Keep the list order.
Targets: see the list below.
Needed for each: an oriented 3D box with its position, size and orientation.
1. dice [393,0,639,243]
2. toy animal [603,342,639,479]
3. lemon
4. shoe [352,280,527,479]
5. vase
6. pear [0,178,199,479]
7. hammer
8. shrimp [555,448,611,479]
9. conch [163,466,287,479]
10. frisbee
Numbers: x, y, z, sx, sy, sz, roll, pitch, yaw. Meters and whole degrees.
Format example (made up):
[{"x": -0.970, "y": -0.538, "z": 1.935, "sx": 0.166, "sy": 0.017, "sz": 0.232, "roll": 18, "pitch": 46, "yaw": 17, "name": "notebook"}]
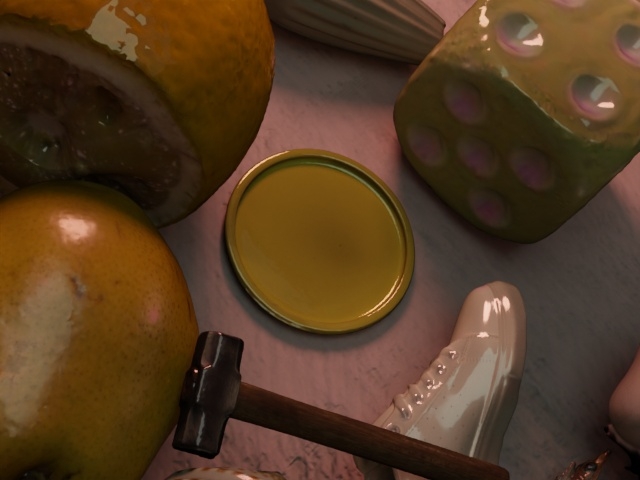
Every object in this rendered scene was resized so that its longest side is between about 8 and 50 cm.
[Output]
[{"x": 0.256, "y": -0.167, "z": 1.534, "sx": 0.250, "sy": 0.254, "sz": 0.252, "roll": 45, "pitch": 59, "yaw": 4, "name": "dice"}, {"x": 0.452, "y": 0.223, "z": 1.437, "sx": 0.250, "sy": 0.251, "sz": 0.310, "roll": 5, "pitch": 72, "yaw": -17, "name": "toy animal"}, {"x": -0.207, "y": -0.210, "z": 1.351, "sx": 0.364, "sy": 0.364, "sz": 0.364, "roll": 8, "pitch": 64, "yaw": -16, "name": "lemon"}, {"x": 0.113, "y": 0.200, "z": 1.391, "sx": 0.160, "sy": 0.132, "sz": 0.363, "roll": 18, "pitch": 69, "yaw": -12, "name": "shoe"}, {"x": 0.039, "y": -0.294, "z": 1.598, "sx": 0.248, "sy": 0.128, "sz": 0.128, "roll": 23, "pitch": 61, "yaw": -17, "name": "vase"}, {"x": -0.240, "y": 0.105, "z": 1.214, "sx": 0.284, "sy": 0.285, "sz": 0.336, "roll": -14, "pitch": 54, "yaw": -24, "name": "pear"}, {"x": 0.033, "y": 0.193, "z": 1.248, "sx": 0.365, "sy": 0.043, "sz": 0.111, "roll": 21, "pitch": 70, "yaw": -24, "name": "hammer"}, {"x": 0.292, "y": 0.336, "z": 1.438, "sx": 0.126, "sy": 0.047, "sz": 0.223, "roll": 35, "pitch": 63, "yaw": -6, "name": "shrimp"}, {"x": -0.114, "y": 0.361, "z": 1.178, "sx": 0.319, "sy": 0.303, "sz": 0.215, "roll": -45, "pitch": 45, "yaw": -13, "name": "conch"}, {"x": 0.000, "y": 0.000, "z": 1.505, "sx": 0.236, "sy": 0.017, "sz": 0.236, "roll": 8, "pitch": 64, "yaw": -16, "name": "frisbee"}]
